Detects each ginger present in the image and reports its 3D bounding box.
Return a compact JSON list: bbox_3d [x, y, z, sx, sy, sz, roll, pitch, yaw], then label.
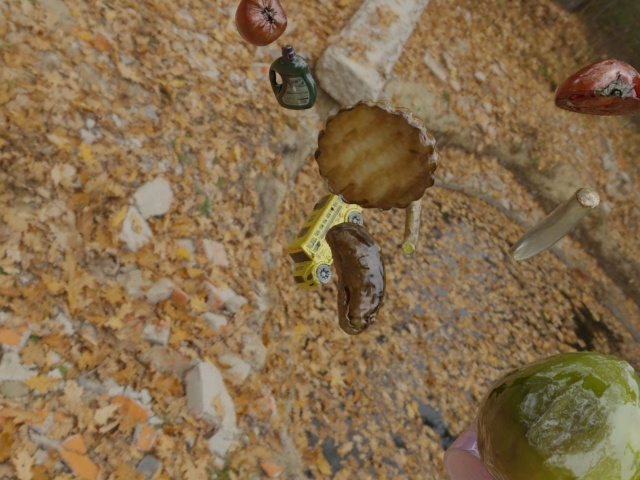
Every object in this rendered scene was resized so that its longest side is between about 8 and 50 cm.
[{"bbox_3d":[0.341,-0.067,2.330,0.118,0.065,0.298,58,37,-47],"label":"ginger"},{"bbox_3d":[0.114,0.101,1.763,0.173,0.165,0.321,-4,77,-26],"label":"ginger"}]

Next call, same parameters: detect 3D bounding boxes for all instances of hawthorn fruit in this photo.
[{"bbox_3d":[-0.163,-0.571,1.625,0.133,0.138,0.132,-2,95,-25],"label":"hawthorn fruit"}]

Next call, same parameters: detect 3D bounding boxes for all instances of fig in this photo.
[{"bbox_3d":[0.477,0.365,1.186,0.343,0.343,0.343,28,37,-24],"label":"fig"}]

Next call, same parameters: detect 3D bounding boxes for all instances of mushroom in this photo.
[{"bbox_3d":[0.783,-0.046,2.119,0.123,0.351,0.095,-3,53,-49],"label":"mushroom"}]

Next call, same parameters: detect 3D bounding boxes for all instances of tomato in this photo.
[{"bbox_3d":[0.517,-0.288,1.156,0.159,0.091,0.139,5,-3,2],"label":"tomato"}]

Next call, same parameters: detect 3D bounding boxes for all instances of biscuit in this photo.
[{"bbox_3d":[0.148,-0.225,1.645,0.326,0.326,0.107,37,38,-13],"label":"biscuit"}]

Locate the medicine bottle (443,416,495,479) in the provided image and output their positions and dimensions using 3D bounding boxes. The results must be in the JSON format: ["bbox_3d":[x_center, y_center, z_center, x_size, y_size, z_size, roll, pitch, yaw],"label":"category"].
[{"bbox_3d":[0.487,0.500,1.569,0.326,0.212,0.212,-34,80,-30],"label":"medicine bottle"}]

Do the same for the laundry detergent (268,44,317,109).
[{"bbox_3d":[-0.094,-0.504,1.918,0.221,0.145,0.078,69,34,-51],"label":"laundry detergent"}]

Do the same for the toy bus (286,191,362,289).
[{"bbox_3d":[0.000,0.000,2.068,0.152,0.144,0.330,41,65,-21],"label":"toy bus"}]
